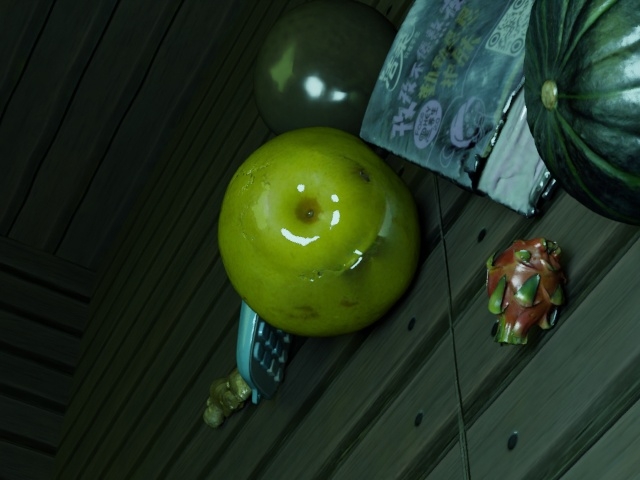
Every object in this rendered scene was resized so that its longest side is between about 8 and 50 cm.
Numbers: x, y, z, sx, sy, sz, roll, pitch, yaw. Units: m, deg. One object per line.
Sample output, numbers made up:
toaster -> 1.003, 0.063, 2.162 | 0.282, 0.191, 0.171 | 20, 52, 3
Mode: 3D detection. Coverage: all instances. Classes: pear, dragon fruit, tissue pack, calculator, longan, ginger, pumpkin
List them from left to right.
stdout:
ginger -> -0.148, 0.249, 2.154 | 0.193, 0.052, 0.176 | -65, 12, 3
calculator -> -0.066, 0.065, 1.947 | 0.256, 0.054, 0.386 | 64, -147, -68
pear -> 0.005, -0.012, 1.690 | 0.285, 0.285, 0.336 | -63, -6, 14
longan -> 0.018, -0.257, 1.971 | 0.258, 0.258, 0.258 | -56, 20, 33
tissue pack -> 0.192, -0.194, 1.512 | 0.259, 0.122, 0.361 | -64, 23, 4
dragon fruit -> 0.208, 0.054, 1.280 | 0.081, 0.086, 0.116 | 2, 85, 58
pumpkin -> 0.284, -0.139, 1.071 | 0.216, 0.250, 0.250 | -28, 11, -13
